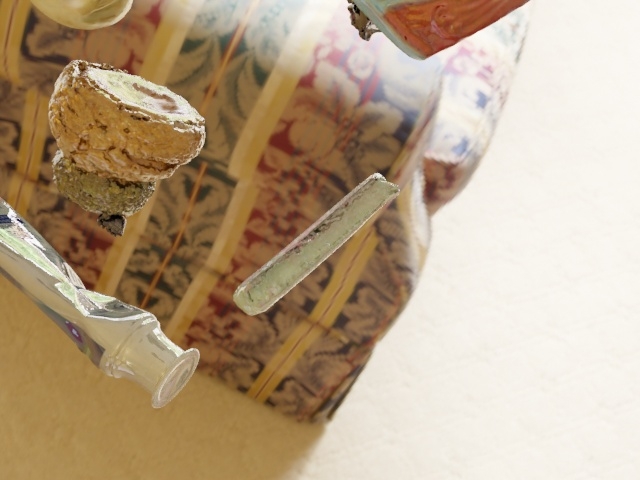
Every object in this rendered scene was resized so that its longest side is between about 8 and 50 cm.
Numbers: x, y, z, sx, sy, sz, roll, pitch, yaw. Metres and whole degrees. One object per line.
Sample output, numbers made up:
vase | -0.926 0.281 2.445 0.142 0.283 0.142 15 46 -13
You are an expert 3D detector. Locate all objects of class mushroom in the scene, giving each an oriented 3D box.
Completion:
mushroom | -0.279 -0.305 1.355 0.148 0.148 0.112 18 72 -12

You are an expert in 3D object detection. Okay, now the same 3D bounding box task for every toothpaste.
toothpaste | -0.215 0.035 0.975 0.266 0.061 0.096 37 16 16

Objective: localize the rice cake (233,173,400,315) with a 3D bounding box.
rice cake | 0.000 0.000 1.099 0.207 0.033 0.033 -41 97 -30

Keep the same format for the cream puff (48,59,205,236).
cream puff | -0.238 -0.097 1.370 0.183 0.169 0.183 24 17 -8

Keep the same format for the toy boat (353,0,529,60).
toy boat | 0.084 -0.146 0.614 0.173 0.069 0.058 -35 104 -30

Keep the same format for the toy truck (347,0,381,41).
toy truck | 0.085 -0.265 0.876 0.213 0.177 0.161 -21 83 -20
